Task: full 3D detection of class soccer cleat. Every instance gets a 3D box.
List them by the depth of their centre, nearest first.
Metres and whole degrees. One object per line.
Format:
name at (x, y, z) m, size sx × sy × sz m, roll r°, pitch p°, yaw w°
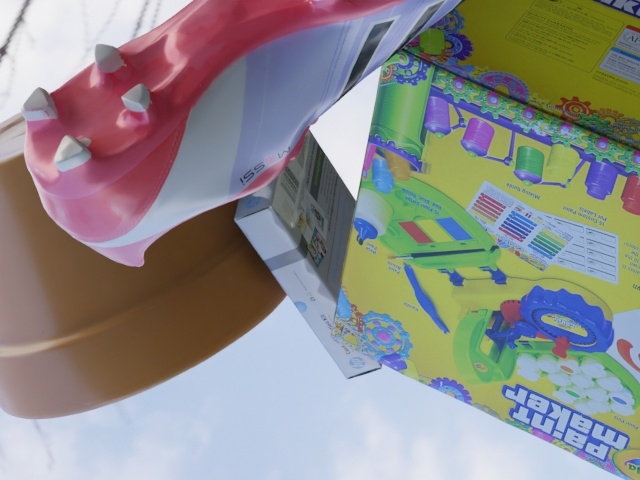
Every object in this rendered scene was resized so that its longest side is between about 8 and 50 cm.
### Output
soccer cleat at (-0.013, -0.080, 0.652) m, size 0.083 × 0.248 × 0.095 m, roll 53°, pitch 176°, yaw 36°

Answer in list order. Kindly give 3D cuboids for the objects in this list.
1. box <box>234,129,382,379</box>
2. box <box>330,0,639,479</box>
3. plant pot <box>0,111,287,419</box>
box at (0.000, 0.000, 1.250) m, size 0.186 × 0.038 × 0.145 m, roll 55°, pitch -153°, yaw -30°
box at (0.187, -0.014, 1.031) m, size 0.290 × 0.279 × 0.177 m, roll 25°, pitch -135°, yaw 15°
plant pot at (-0.185, -0.014, 1.269) m, size 0.291 × 0.291 × 0.203 m, roll -47°, pitch -62°, yaw -50°
